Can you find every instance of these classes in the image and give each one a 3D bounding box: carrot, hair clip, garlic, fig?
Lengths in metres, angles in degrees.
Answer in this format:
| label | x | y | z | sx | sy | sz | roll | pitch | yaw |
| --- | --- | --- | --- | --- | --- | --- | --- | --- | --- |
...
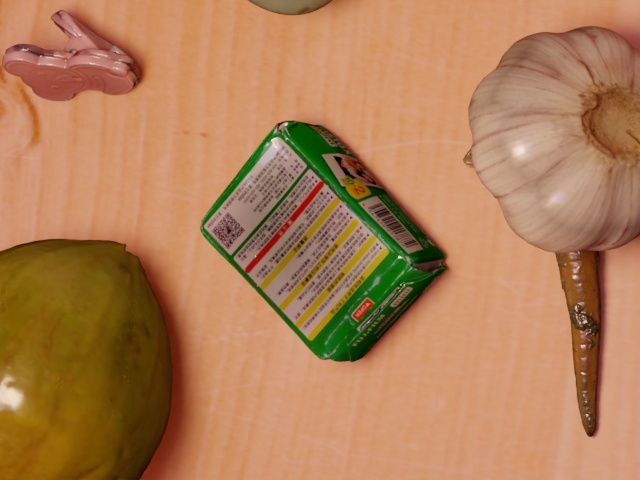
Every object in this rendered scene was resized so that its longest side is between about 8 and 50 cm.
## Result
| label | x | y | z | sx | sy | sz | roll | pitch | yaw |
| --- | --- | --- | --- | --- | --- | --- | --- | --- | --- |
| carrot | 0.283 | 0.087 | 1.833 | 0.049 | 0.049 | 0.254 | -3 | 94 | 24 |
| hair clip | -0.295 | -0.204 | 2.045 | 0.138 | 0.123 | 0.102 | 35 | 84 | 23 |
| garlic | 0.239 | -0.098 | 1.782 | 0.253 | 0.245 | 0.245 | -16 | 83 | 60 |
| fig | -0.319 | 0.159 | 1.957 | 0.343 | 0.343 | 0.343 | 0 | 91 | 24 |

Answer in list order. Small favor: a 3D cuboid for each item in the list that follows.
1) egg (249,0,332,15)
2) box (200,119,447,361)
| label | x | y | z | sx | sy | sz | roll | pitch | yaw |
| --- | --- | --- | --- | --- | --- | --- | --- | --- | --- |
| egg | -0.045 | -0.388 | 1.876 | 0.203 | 0.203 | 0.282 | -13 | 81 | 23 |
| box | 0.000 | 0.000 | 1.921 | 0.250 | 0.103 | 0.180 | 47 | 108 | 17 |
